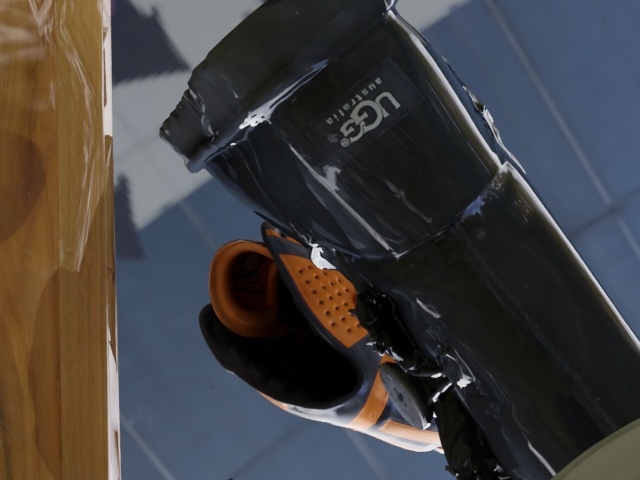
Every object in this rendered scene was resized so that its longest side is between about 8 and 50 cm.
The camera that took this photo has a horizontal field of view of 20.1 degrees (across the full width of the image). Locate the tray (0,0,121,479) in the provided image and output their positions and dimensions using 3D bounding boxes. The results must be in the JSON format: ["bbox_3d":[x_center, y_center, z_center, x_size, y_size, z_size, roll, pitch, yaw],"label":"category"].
[{"bbox_3d":[-0.208,-0.015,1.082,0.076,0.203,0.410,-11,-108,30],"label":"tray"}]

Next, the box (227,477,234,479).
[{"bbox_3d":[-0.058,0.209,1.022,0.027,0.137,0.094,30,-117,35],"label":"box"}]

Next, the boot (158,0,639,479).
[{"bbox_3d":[0.103,0.067,0.982,0.146,0.445,0.367,-40,-178,1],"label":"boot"}]

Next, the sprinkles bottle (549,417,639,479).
[{"bbox_3d":[0.204,0.225,0.640,0.121,0.355,0.121,-34,-172,5],"label":"sprinkles bottle"}]

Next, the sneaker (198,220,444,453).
[{"bbox_3d":[0.000,0.000,1.225,0.124,0.180,0.321,-56,-141,27],"label":"sneaker"}]
